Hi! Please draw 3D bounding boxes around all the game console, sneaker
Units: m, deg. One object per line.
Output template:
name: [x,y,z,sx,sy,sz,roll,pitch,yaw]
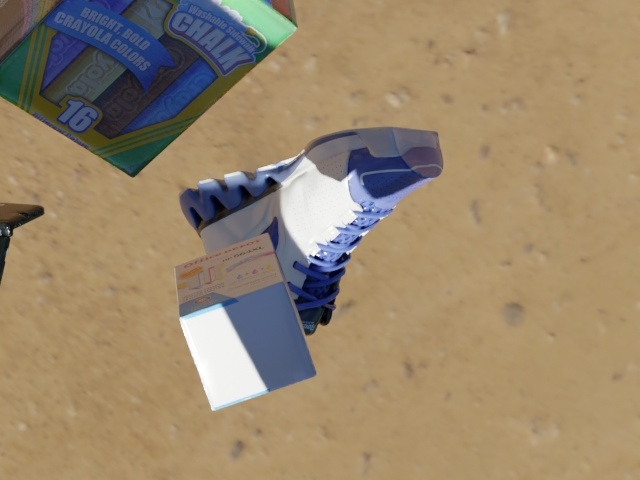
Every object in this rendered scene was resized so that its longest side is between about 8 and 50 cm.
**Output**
game console: [-0.359,0.006,1.615,0.107,0.122,0.071,-35,125,-60]
sneaker: [-0.001,0.000,1.609,0.127,0.315,0.182,-1,76,-52]

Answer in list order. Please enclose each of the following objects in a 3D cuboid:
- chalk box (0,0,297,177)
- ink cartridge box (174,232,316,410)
chalk box: [-0.105,-0.172,1.013,0.213,0.132,0.132,-38,128,26]
ink cartridge box: [-0.067,0.063,1.312,0.092,0.143,0.090,-19,111,-1]
